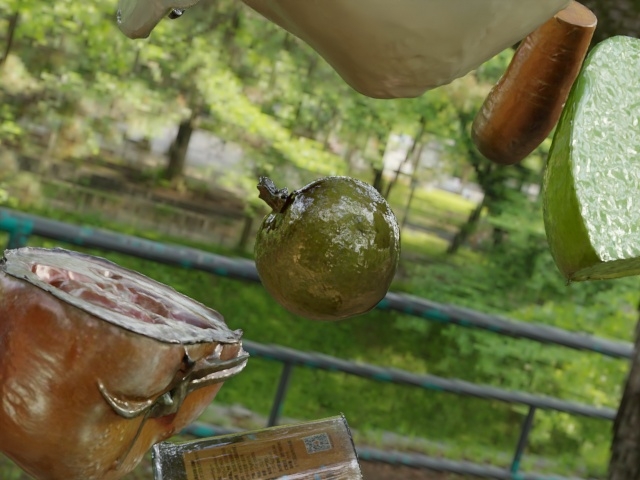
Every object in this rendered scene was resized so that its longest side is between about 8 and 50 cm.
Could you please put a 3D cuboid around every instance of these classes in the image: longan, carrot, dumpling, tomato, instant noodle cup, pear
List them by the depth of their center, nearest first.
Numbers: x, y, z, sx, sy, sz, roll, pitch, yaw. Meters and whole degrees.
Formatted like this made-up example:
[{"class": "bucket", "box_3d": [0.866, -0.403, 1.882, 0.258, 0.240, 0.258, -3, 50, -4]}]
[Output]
[{"class": "dumpling", "box_3d": [0.047, -0.143, 0.541, 0.243, 0.175, 0.227, 10, 1, -8]}, {"class": "tomato", "box_3d": [-0.169, 0.102, 0.921, 0.180, 0.155, 0.214, 30, 8, 21]}, {"class": "pear", "box_3d": [0.304, -0.082, 1.282, 0.288, 0.239, 0.139, -5, -7, -37]}, {"class": "longan", "box_3d": [0.000, 0.000, 1.283, 0.176, 0.154, 0.145, 48, 9, -8]}, {"class": "instant noodle cup", "box_3d": [-0.055, 0.287, 1.310, 0.207, 0.217, 0.217, -14, 10, -5]}, {"class": "carrot", "box_3d": [0.238, -0.171, 1.391, 0.087, 0.193, 0.087, 23, 31, -15]}]

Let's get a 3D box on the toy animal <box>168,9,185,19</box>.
[{"class": "toy animal", "box_3d": [-0.124, -0.361, 1.462, 0.210, 0.117, 0.121, -31, 71, -29]}]
